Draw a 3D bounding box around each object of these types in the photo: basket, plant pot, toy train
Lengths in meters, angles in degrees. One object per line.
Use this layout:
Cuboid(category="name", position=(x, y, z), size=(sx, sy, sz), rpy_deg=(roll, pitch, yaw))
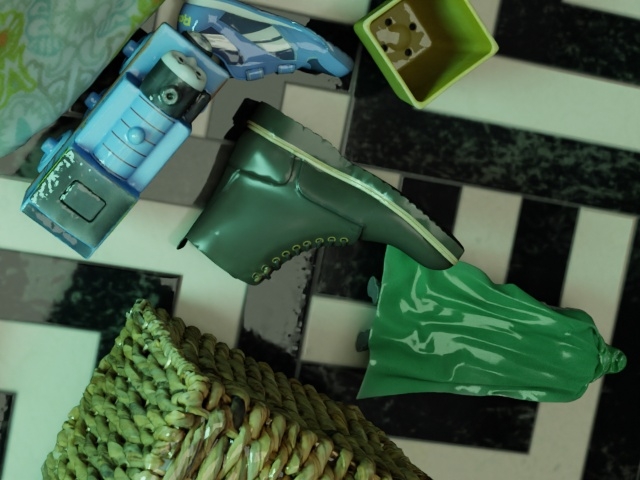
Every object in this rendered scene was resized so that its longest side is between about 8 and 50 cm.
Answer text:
Cuboid(category="basket", position=(-0.070, 0.201, 0.984), size=(0.223, 0.299, 0.213), rpy_deg=(30, 90, -17))
Cuboid(category="plant pot", position=(0.074, -0.160, 1.084), size=(0.081, 0.083, 0.081), rpy_deg=(-37, 106, -7))
Cuboid(category="toy train", position=(-0.143, -0.076, 1.014), size=(0.080, 0.105, 0.184), rpy_deg=(39, 100, -18))

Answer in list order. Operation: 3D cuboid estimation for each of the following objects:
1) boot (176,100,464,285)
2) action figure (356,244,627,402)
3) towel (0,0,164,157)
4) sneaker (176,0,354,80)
Cuboid(category="boot", position=(0.000, 0.000, 1.089), size=(0.198, 0.077, 0.137), rpy_deg=(34, 93, 5))
Cuboid(category="action figure", position=(0.149, 0.083, 1.153), size=(0.232, 0.063, 0.137), rpy_deg=(12, 93, -13))
Cuboid(category="towel", position=(-0.168, -0.239, 0.883), size=(0.090, 0.320, 0.374), rpy_deg=(41, 88, 23))
Cuboid(category="sneaker", position=(-0.045, -0.148, 1.071), size=(0.144, 0.053, 0.059), rpy_deg=(17, 95, -10))
